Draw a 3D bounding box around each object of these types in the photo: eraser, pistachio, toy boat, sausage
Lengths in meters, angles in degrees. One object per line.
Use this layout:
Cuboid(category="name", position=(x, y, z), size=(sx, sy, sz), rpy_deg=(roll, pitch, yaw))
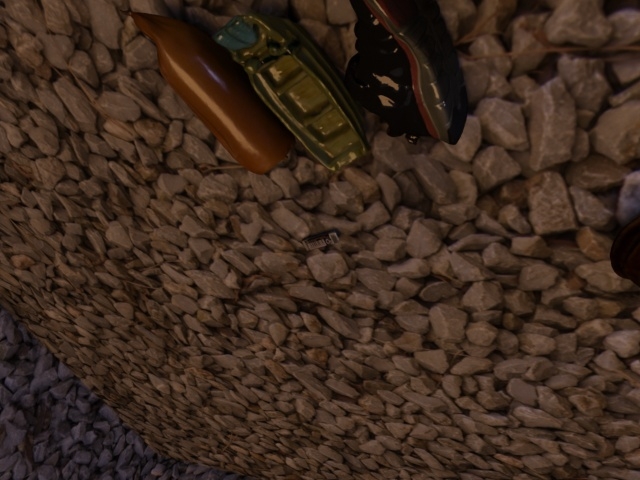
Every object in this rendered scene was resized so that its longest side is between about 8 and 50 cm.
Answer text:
Cuboid(category="eraser", position=(0.000, 0.000, 1.124), size=(0.099, 0.019, 0.027), rpy_deg=(-18, 109, 40))
Cuboid(category="pistachio", position=(0.497, 0.013, 0.784), size=(0.165, 0.131, 0.210), rpy_deg=(11, 154, 6))
Cuboid(category="toy boat", position=(-0.030, -0.231, 0.845), size=(0.111, 0.084, 0.276), rpy_deg=(-23, 123, 40))
Cuboid(category="sausage", position=(-0.170, -0.243, 0.881), size=(0.112, 0.112, 0.328), rpy_deg=(-22, 120, 43))

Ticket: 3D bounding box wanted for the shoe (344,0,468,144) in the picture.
Cuboid(category="shoe", position=(0.093, -0.244, 0.744), size=(0.137, 0.114, 0.291), rpy_deg=(-2, 136, 38))
